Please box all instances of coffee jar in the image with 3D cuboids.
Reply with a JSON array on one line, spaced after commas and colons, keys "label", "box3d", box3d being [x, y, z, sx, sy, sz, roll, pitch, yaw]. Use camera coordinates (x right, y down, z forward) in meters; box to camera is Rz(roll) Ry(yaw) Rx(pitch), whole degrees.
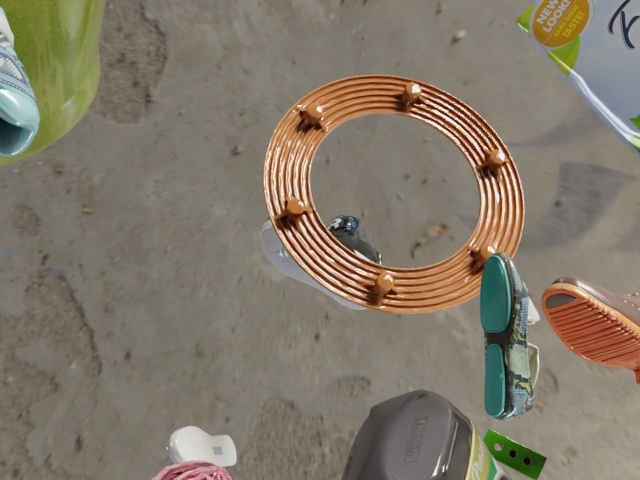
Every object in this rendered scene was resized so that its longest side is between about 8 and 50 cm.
[{"label": "coffee jar", "box3d": [0.088, 0.177, 0.640, 0.079, 0.096, 0.184, -26, 116, 33]}]

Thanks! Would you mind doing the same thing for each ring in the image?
[{"label": "ring", "box3d": [0.096, -0.069, 1.330, 0.336, 0.032, 0.336, 5, 64, -10]}]

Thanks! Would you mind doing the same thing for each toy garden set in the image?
[{"label": "toy garden set", "box3d": [0.233, 0.427, 1.795, 0.204, 0.049, 0.244, 26, 71, 9]}]

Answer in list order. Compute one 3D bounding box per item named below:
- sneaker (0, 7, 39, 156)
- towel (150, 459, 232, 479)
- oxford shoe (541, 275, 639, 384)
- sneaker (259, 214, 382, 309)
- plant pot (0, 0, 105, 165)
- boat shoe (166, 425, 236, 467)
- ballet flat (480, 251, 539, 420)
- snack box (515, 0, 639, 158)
[{"label": "sneaker", "box3d": [-0.290, -0.068, 0.611, 0.283, 0.110, 0.122, -25, 73, -34]}, {"label": "towel", "box3d": [-0.213, 0.210, 0.512, 0.329, 0.237, 0.037, -34, 79, 11]}, {"label": "oxford shoe", "box3d": [0.491, 0.131, 1.718, 0.364, 0.130, 0.133, 31, 58, -27]}, {"label": "sneaker", "box3d": [0.000, 0.000, 1.515, 0.079, 0.121, 0.217, -26, 132, 34]}, {"label": "plant pot", "box3d": [-0.329, -0.253, 0.907, 0.366, 0.353, 0.366, 1, 53, -1]}, {"label": "boat shoe", "box3d": [-0.189, 0.313, 1.600, 0.063, 0.184, 0.066, -19, 77, 16]}, {"label": "ballet flat", "box3d": [0.216, 0.107, 1.214, 0.070, 0.070, 0.188, 2, 91, 0]}, {"label": "snack box", "box3d": [0.240, -0.133, 0.595, 0.207, 0.070, 0.174, -43, 53, 16]}]
